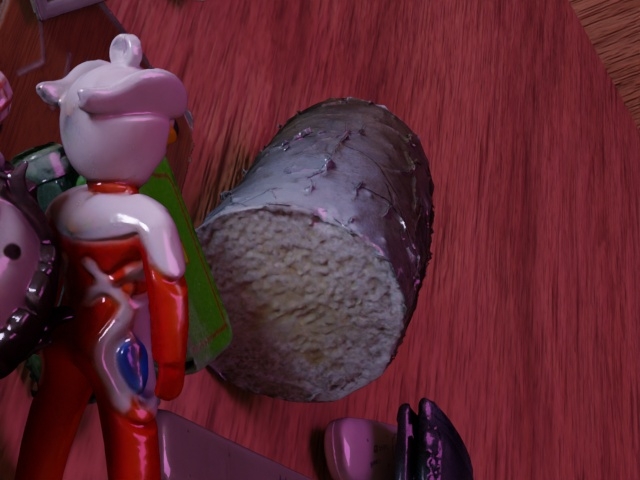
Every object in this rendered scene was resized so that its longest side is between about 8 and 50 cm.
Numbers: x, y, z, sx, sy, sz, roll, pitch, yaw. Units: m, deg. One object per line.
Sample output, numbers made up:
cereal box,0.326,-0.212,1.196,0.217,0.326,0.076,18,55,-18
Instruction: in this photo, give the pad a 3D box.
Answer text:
pad,-0.216,-0.112,1.591,0.284,0.018,0.286,53,31,-35

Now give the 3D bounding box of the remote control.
remote control,-0.075,0.236,1.594,0.309,0.038,0.090,35,43,-52

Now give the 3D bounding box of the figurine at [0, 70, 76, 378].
figurine,-0.319,-0.022,1.134,0.370,0.167,0.281,44,59,-29

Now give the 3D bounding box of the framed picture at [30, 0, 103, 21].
framed picture,-0.240,-0.356,1.591,0.217,0.017,0.274,-29,109,-55

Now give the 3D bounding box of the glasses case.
glasses case,0.057,0.238,1.857,0.197,0.049,0.076,24,54,-61

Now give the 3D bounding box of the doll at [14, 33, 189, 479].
doll,-0.161,0.039,1.253,0.099,0.188,0.384,-5,103,-46

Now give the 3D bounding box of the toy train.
toy train,-0.177,0.026,1.421,0.243,0.132,0.188,69,23,-10

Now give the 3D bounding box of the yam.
yam,0.000,0.000,1.733,0.241,0.241,0.348,62,23,-17

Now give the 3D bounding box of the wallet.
wallet,0.123,0.370,1.827,0.237,0.075,0.342,54,32,-57
